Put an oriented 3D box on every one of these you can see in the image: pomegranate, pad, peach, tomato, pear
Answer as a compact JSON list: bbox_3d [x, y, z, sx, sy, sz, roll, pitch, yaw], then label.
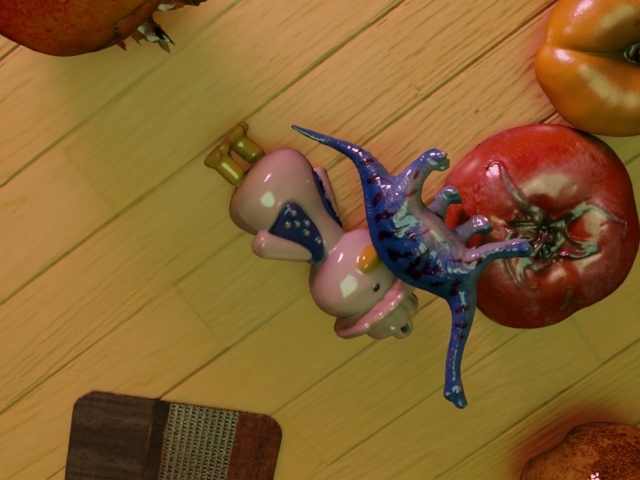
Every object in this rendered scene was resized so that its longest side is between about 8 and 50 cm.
[{"bbox_3d":[-0.218,-0.262,0.675,0.235,0.210,0.210,27,103,-37],"label":"pomegranate"},{"bbox_3d":[-0.192,0.351,0.921,0.250,0.055,0.322,10,87,-8],"label":"pad"},{"bbox_3d":[0.310,-0.195,0.788,0.179,0.103,0.179,0,105,-2],"label":"peach"},{"bbox_3d":[0.246,-0.007,0.840,0.237,0.095,0.236,-1,106,-4],"label":"tomato"},{"bbox_3d":[0.331,0.307,0.893,0.198,0.197,0.197,-1,106,-5],"label":"pear"}]

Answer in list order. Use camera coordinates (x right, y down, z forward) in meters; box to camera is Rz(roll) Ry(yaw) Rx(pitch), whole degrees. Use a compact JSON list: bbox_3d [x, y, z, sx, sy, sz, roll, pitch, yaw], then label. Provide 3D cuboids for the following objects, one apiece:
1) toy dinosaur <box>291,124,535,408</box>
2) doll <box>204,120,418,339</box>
[{"bbox_3d":[0.112,-0.008,0.767,0.144,0.076,0.329,-29,87,-3],"label":"toy dinosaur"},{"bbox_3d":[0.000,0.000,0.810,0.293,0.138,0.119,48,137,-12],"label":"doll"}]
